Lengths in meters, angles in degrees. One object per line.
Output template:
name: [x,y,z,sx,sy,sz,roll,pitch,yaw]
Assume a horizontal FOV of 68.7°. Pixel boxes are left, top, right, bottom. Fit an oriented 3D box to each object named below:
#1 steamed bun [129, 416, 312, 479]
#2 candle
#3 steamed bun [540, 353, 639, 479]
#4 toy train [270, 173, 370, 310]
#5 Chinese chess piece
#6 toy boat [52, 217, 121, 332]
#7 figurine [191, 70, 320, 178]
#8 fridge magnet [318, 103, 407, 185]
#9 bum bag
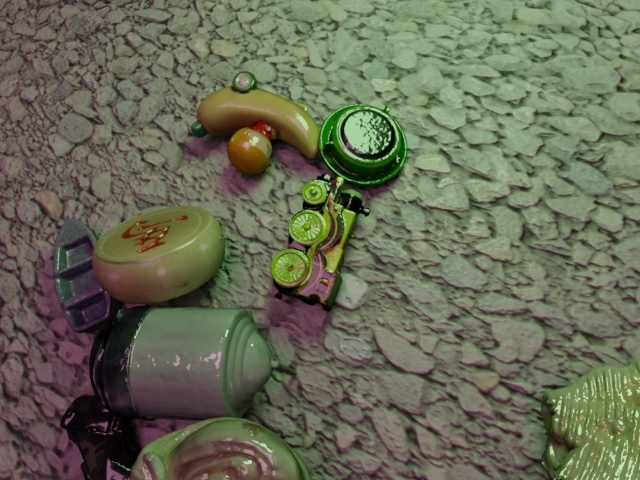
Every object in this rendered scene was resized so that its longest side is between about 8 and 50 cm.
steamed bun: [-0.152,0.442,0.783,0.309,0.219,0.324,-14,93,8]
candle: [-0.235,0.230,0.893,0.342,0.221,0.221,-2,69,10]
steamed bun: [0.501,0.346,0.713,0.280,0.207,0.268,-31,26,18]
toy train: [0.000,0.000,1.003,0.160,0.100,0.296,18,73,9]
Chinese chess piece: [-0.334,0.022,0.985,0.273,0.102,0.273,-7,29,4]
toy boat: [-0.546,0.076,1.088,0.127,0.078,0.283,-25,67,1]
figurine: [-0.151,-0.261,1.118,0.324,0.124,0.222,25,76,14]
fridge magnet: [0.099,-0.222,1.063,0.208,0.088,0.208,3,72,-8]
bum bag: [-0.405,0.443,0.914,0.144,0.095,0.340,-39,61,2]
